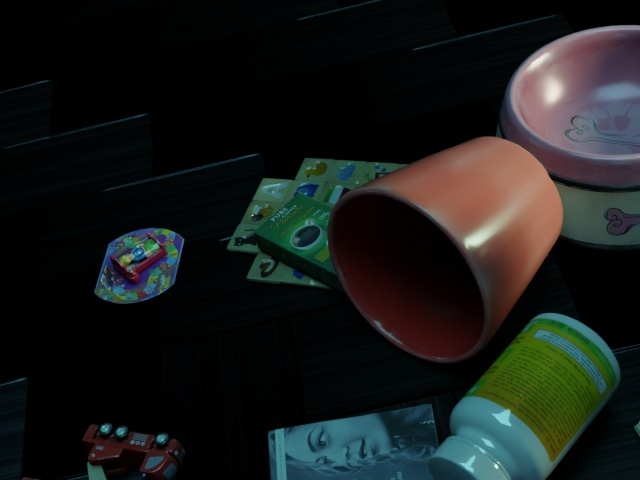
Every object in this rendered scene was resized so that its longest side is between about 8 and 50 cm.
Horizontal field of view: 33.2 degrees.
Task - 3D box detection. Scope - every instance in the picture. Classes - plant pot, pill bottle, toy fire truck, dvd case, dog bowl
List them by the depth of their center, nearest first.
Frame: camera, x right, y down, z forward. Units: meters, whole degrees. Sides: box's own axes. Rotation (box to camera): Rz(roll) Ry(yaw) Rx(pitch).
[{"bbox_3d":[0.244,0.214,1.304,0.136,0.136,0.245,26,56,35],"label":"pill bottle"},{"bbox_3d":[0.045,0.293,1.364,0.221,0.018,0.165,-11,43,5],"label":"dvd case"},{"bbox_3d":[-0.287,0.311,1.416,0.192,0.047,0.135,6,47,20],"label":"toy fire truck"},{"bbox_3d":[0.188,-0.005,1.481,0.275,0.275,0.243,25,46,35],"label":"plant pot"},{"bbox_3d":[0.458,-0.177,1.644,0.407,0.150,0.408,-8,44,8],"label":"dog bowl"}]

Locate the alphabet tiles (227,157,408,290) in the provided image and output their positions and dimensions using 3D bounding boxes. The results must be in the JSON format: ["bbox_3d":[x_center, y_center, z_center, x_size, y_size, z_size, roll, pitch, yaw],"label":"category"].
[{"bbox_3d":[0.036,-0.029,1.708,0.342,0.011,0.285,5,47,20],"label":"alphabet tiles"}]

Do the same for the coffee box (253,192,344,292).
[{"bbox_3d":[0.000,0.000,1.649,0.184,0.040,0.113,25,55,34],"label":"coffee box"}]

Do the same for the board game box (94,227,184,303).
[{"bbox_3d":[-0.294,0.028,1.723,0.133,0.033,0.169,-5,44,11],"label":"board game box"}]

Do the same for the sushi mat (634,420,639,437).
[{"bbox_3d":[0.467,0.281,1.191,0.019,0.151,0.317,18,33,-29],"label":"sushi mat"}]
